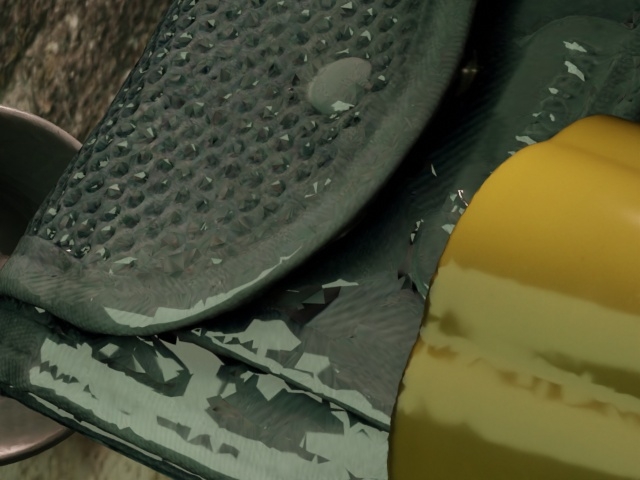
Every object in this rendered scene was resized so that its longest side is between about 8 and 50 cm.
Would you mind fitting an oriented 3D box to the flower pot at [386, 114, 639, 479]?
[{"bbox_3d":[0.150,0.067,0.646,0.179,0.195,0.195,17,90,35],"label":"flower pot"}]

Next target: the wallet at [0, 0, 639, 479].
[{"bbox_3d":[0.017,-0.052,0.774,0.237,0.075,0.342,22,73,28],"label":"wallet"}]

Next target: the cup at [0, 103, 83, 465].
[{"bbox_3d":[-0.218,0.027,1.045,0.150,0.199,0.199,-6,72,63],"label":"cup"}]
